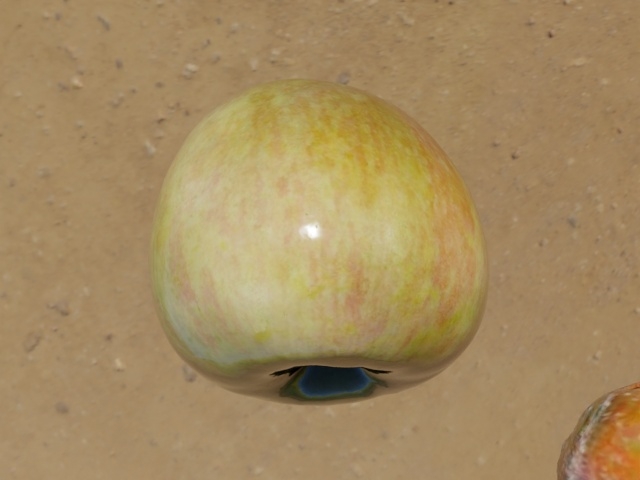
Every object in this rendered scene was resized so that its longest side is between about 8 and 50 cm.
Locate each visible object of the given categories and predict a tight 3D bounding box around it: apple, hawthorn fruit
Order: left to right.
[{"bbox_3d":[0.000,0.000,0.792,0.257,0.257,0.233,-13,61,31],"label":"apple"},{"bbox_3d":[0.241,0.171,0.682,0.173,0.173,0.172,9,108,27],"label":"hawthorn fruit"}]
